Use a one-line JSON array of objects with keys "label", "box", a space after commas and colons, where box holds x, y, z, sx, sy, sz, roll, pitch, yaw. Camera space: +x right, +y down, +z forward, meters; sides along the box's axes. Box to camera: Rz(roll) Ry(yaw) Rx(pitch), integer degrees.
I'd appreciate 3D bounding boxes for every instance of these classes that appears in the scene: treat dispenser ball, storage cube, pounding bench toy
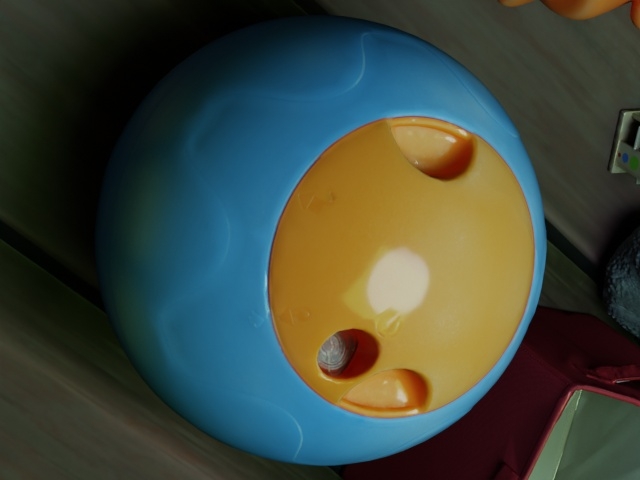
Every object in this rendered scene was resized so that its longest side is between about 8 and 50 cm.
[{"label": "treat dispenser ball", "box": [0.000, 0.000, 1.261, 0.288, 0.288, 0.288, -14, 120, -25]}, {"label": "storage cube", "box": [0.162, 0.163, 1.506, 0.184, 0.193, 0.215, 14, 107, -36]}, {"label": "pounding bench toy", "box": [0.281, -0.068, 1.540, 0.083, 0.065, 0.052, -4, 116, -30]}]

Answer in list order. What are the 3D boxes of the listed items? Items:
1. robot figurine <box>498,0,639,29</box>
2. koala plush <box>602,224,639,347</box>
[{"label": "robot figurine", "box": [0.216, -0.231, 1.378, 0.219, 0.158, 0.128, -24, 141, -19]}, {"label": "koala plush", "box": [0.362, 0.016, 1.587, 0.221, 0.203, 0.196, -42, 143, -31]}]
